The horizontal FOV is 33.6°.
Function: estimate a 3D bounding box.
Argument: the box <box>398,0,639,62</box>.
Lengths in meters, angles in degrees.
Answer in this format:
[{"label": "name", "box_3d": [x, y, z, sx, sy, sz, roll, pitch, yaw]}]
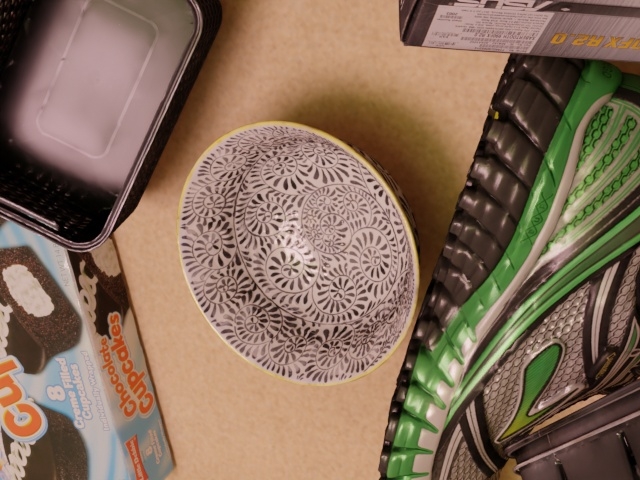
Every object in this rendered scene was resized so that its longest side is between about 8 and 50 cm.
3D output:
[{"label": "box", "box_3d": [0.149, -0.165, 0.440, 0.231, 0.056, 0.183, 2, 72, -6]}]

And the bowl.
[{"label": "bowl", "box_3d": [0.000, 0.000, 0.676, 0.170, 0.080, 0.170, 10, 112, 27]}]

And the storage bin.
[{"label": "storage bin", "box_3d": [-0.153, -0.099, 0.679, 0.122, 0.084, 0.180, 26, 106, -4]}]

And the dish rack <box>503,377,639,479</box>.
[{"label": "dish rack", "box_3d": [0.252, 0.105, 0.504, 0.208, 0.272, 0.074, 132, 135, -57]}]

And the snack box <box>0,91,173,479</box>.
[{"label": "snack box", "box_3d": [-0.242, 0.049, 0.832, 0.187, 0.060, 0.321, -5, 106, 29]}]

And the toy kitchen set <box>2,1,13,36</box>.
[{"label": "toy kitchen set", "box_3d": [-0.225, -0.134, 0.744, 0.068, 0.075, 0.083, 43, 126, 6]}]

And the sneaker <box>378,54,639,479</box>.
[{"label": "sneaker", "box_3d": [0.125, 0.066, 0.610, 0.146, 0.134, 0.343, 19, 123, 6]}]
